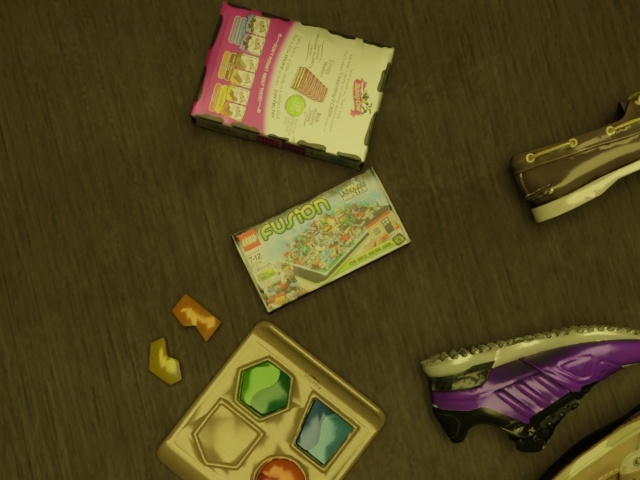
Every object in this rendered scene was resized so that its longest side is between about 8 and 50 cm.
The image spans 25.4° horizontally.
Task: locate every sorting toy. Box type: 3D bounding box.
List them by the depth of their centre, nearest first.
[{"bbox_3d":[-0.100,0.221,1.813,0.307,0.041,0.229,38,84,2],"label":"sorting toy"}]

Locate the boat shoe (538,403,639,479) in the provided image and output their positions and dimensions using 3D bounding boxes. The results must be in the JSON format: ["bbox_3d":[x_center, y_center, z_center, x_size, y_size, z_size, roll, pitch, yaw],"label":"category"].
[{"bbox_3d":[0.401,0.270,1.790,0.302,0.109,0.098,-32,84,-10],"label":"boat shoe"}]

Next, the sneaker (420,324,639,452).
[{"bbox_3d":[0.283,0.192,1.803,0.293,0.102,0.146,-11,88,2],"label":"sneaker"}]

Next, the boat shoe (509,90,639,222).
[{"bbox_3d":[0.403,-0.135,1.828,0.324,0.116,0.097,-27,88,2],"label":"boat shoe"}]

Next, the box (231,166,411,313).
[{"bbox_3d":[0.000,0.000,1.841,0.207,0.036,0.114,-27,85,-4],"label":"box"}]

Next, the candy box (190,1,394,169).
[{"bbox_3d":[-0.036,-0.199,1.844,0.233,0.071,0.159,16,83,1],"label":"candy box"}]
